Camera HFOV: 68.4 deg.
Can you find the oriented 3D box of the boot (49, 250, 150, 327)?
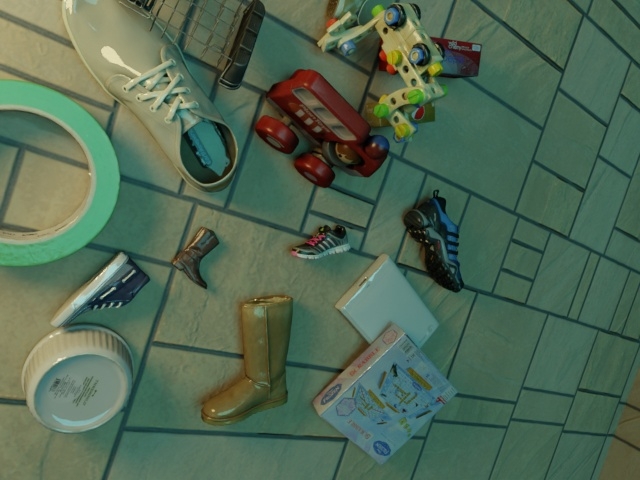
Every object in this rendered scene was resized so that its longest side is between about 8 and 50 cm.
[{"bbox_3d":[-0.436,0.117,0.944,0.190,0.069,0.086,-47,116,-14],"label":"boot"}]

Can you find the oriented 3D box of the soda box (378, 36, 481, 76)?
[{"bbox_3d":[0.281,-0.468,1.201,0.263,0.092,0.083,-5,106,-28],"label":"soda box"}]

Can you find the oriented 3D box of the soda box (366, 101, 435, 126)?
[{"bbox_3d":[0.208,-0.328,1.212,0.181,0.058,0.061,-12,106,-26],"label":"soda box"}]

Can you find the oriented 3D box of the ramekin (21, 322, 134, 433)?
[{"bbox_3d":[-0.476,0.280,0.936,0.207,0.109,0.207,-7,105,-28],"label":"ramekin"}]

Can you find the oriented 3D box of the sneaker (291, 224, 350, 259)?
[{"bbox_3d":[0.000,0.000,1.168,0.171,0.063,0.074,-12,107,-32],"label":"sneaker"}]

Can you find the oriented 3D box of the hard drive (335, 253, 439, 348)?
[{"bbox_3d":[0.198,0.213,1.339,0.203,0.040,0.307,-46,118,-13],"label":"hard drive"}]

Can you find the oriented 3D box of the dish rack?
[{"bbox_3d":[-0.240,-0.439,0.891,0.272,0.074,0.208,24,59,-25],"label":"dish rack"}]

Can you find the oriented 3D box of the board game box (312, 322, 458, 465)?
[{"bbox_3d":[0.192,0.444,1.341,0.318,0.066,0.318,-43,118,-3],"label":"board game box"}]

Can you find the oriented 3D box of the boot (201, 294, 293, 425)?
[{"bbox_3d":[-0.174,0.277,1.123,0.236,0.089,0.269,-7,105,-39],"label":"boot"}]

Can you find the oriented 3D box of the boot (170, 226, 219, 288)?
[{"bbox_3d":[-0.257,0.038,1.050,0.114,0.037,0.106,-50,122,-16],"label":"boot"}]

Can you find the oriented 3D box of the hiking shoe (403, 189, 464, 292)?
[{"bbox_3d":[0.358,0.016,1.341,0.132,0.113,0.304,-38,116,-16],"label":"hiking shoe"}]

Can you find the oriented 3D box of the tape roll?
[{"bbox_3d":[-0.532,-0.116,0.836,0.321,0.077,0.321,-7,104,-29],"label":"tape roll"}]

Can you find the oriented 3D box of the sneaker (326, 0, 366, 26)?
[{"bbox_3d":[0.084,-0.587,1.085,0.086,0.064,0.192,16,98,-33],"label":"sneaker"}]

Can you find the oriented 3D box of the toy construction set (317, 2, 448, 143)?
[{"bbox_3d":[0.154,-0.393,1.057,0.327,0.215,0.151,49,51,-3],"label":"toy construction set"}]

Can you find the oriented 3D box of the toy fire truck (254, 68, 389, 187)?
[{"bbox_3d":[0.021,-0.234,1.014,0.302,0.254,0.169,39,81,-30],"label":"toy fire truck"}]

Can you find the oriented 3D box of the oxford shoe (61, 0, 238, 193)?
[{"bbox_3d":[-0.299,-0.279,0.901,0.169,0.130,0.449,-39,115,-14],"label":"oxford shoe"}]
